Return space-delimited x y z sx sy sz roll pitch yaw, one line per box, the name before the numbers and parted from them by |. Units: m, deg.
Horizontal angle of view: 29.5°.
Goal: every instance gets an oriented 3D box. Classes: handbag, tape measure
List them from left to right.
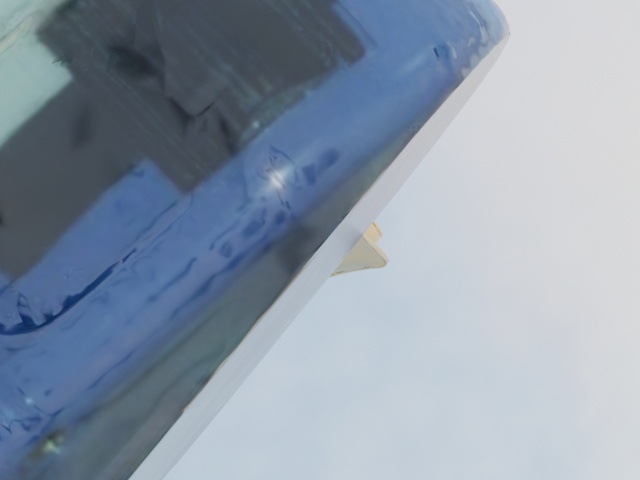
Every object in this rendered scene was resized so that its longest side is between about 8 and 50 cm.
tape measure | -0.059 -0.021 0.435 0.138 0.259 0.262 39 -89 2
handbag | 0.000 0.000 0.685 0.061 0.083 0.027 -15 -113 13
